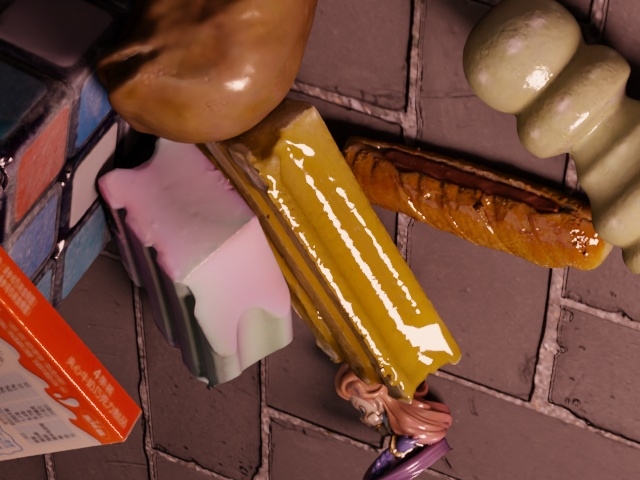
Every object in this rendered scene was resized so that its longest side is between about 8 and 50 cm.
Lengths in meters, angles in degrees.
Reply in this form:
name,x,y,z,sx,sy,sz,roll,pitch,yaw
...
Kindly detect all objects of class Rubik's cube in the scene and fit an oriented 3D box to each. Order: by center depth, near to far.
name,x,y,z,sx,sy,sz,roll,pitch,yaw
Rubik's cube,-0.367,-0.130,1.725,0.359,0.363,0.362,25,135,12

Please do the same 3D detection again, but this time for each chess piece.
name,x,y,z,sx,sy,sz,roll,pitch,yaw
chess piece,0.233,-0.108,1.523,0.251,0.144,0.144,44,139,0

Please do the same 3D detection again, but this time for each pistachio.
name,x,y,z,sx,sy,sz,roll,pitch,yaw
pistachio,-0.094,-0.171,1.596,0.260,0.213,0.163,123,125,-85

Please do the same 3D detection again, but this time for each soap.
name,x,y,z,sx,sy,sz,roll,pitch,yaw
soap,0.000,0.000,1.744,0.315,0.091,0.199,58,165,-22
soap,-0.119,0.041,1.827,0.193,0.109,0.324,50,166,18

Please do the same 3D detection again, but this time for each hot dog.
name,x,y,z,sx,sy,sz,roll,pitch,yaw
hot dog,0.142,-0.034,1.698,0.286,0.061,0.088,16,145,23

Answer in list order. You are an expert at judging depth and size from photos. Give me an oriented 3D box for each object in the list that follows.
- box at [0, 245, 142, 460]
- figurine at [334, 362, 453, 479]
name,x,y,z,sx,sy,sz,roll,pitch,yaw
box,-0.339,0.096,1.631,0.265,0.048,0.273,-13,126,38
figurine,0.084,0.191,1.924,0.114,0.126,0.157,-17,81,7
